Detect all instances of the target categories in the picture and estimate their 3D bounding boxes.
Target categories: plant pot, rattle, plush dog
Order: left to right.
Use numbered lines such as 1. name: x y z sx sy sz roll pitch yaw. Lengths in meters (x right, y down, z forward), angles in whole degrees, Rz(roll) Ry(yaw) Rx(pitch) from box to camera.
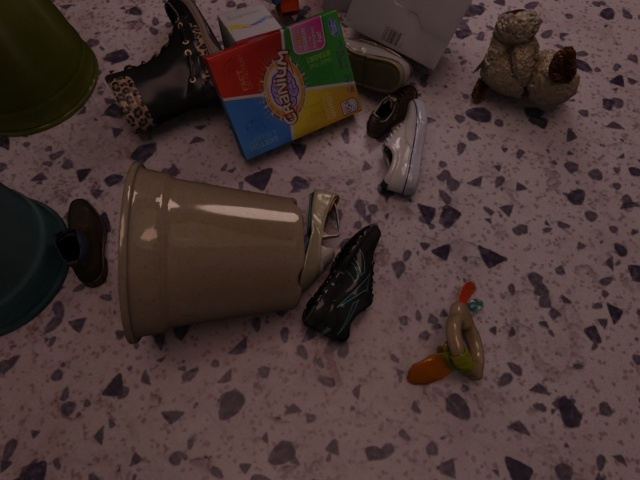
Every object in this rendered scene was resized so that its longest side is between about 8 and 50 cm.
1. plant pot: -0.716 -0.013 0.891 0.340 0.334 0.342 0 67 -1
2. plant pot: -0.771 -0.494 1.095 0.366 0.353 0.367 0 66 0
3. plant pot: -0.196 0.026 0.915 0.305 0.334 0.334 1 65 -13
4. rattle: 0.261 0.192 0.978 0.130 0.142 0.200 25 47 -24
5. plush dog: 0.518 -0.409 1.168 0.225 0.262 0.211 30 102 22

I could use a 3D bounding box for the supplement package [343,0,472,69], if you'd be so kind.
1. supplement package: 0.226 -0.595 1.191 0.261 0.204 0.145 27 42 0

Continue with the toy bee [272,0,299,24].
1. toy bee: -0.106 -0.670 1.282 0.195 0.299 0.162 4 25 -19

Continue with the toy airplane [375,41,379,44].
1. toy airplane: 0.164 -0.548 1.307 0.151 0.028 0.151 3 70 -7

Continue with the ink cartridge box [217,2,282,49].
1. ink cartridge box: -0.163 -0.482 1.191 0.127 0.128 0.176 -23 58 -13

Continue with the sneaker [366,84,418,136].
1. sneaker: 0.187 -0.336 1.189 0.066 0.071 0.188 35 71 14

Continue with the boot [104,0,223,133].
1. boot: -0.398 -0.447 1.201 0.284 0.138 0.378 -27 70 -10

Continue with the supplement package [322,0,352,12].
1. supplement package: 0.114 -0.771 1.340 0.194 0.149 0.203 7 67 2

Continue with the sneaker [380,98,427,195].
1. sneaker: 0.196 -0.232 1.130 0.091 0.094 0.258 11 67 -1

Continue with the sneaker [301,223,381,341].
1. sneaker: 0.065 0.086 1.001 0.106 0.101 0.267 35 70 -7

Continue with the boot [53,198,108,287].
1. boot: -0.514 -0.017 1.018 0.082 0.106 0.219 -20 68 -10

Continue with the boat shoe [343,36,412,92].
1. boat shoe: 0.094 -0.464 1.235 0.302 0.113 0.103 31 42 20

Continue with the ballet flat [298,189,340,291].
1. ballet flat: 0.000 0.000 1.032 0.086 0.086 0.249 8 67 3

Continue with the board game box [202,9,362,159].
1. board game box: -0.079 -0.363 1.115 0.316 0.242 0.064 -26 30 -11
